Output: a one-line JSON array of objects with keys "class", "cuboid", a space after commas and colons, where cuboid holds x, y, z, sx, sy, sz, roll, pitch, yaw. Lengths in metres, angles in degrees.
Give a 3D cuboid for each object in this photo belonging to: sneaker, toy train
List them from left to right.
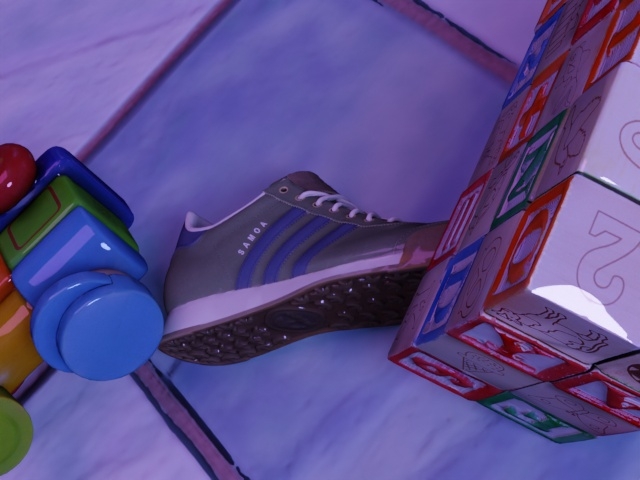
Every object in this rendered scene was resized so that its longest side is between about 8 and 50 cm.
[{"class": "toy train", "cuboid": [-0.191, 0.076, 0.689, 0.248, 0.105, 0.143, -44, 36, 2]}, {"class": "sneaker", "cuboid": [0.000, 0.000, 0.651, 0.192, 0.064, 0.086, -16, 59, 29]}]

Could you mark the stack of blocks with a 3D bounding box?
[{"class": "stack of blocks", "cuboid": [0.143, -0.076, 0.525, 0.297, 0.087, 0.171, -65, 5, -17]}]
